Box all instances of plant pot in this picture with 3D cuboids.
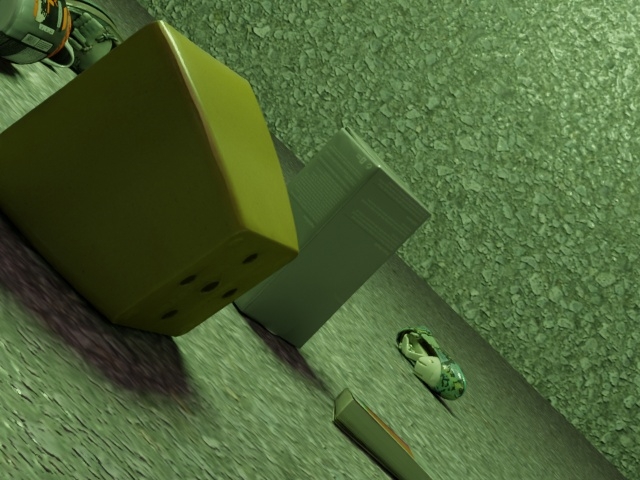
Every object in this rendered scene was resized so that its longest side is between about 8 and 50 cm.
[{"bbox_3d":[-0.140,-0.033,1.211,0.187,0.212,0.212,59,11,17],"label":"plant pot"}]

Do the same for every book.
[{"bbox_3d":[0.076,0.228,1.530,0.144,0.035,0.096,43,3,-3],"label":"book"}]

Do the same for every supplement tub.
[{"bbox_3d":[-0.375,-0.275,1.630,0.117,0.117,0.190,44,7,8],"label":"supplement tub"}]

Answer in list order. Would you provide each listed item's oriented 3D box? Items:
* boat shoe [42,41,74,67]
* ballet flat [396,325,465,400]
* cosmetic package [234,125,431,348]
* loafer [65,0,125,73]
[{"bbox_3d":[-0.399,-0.289,1.854,0.063,0.066,0.184,47,-2,33],"label":"boat shoe"},{"bbox_3d":[0.171,0.198,2.210,0.070,0.070,0.188,40,6,-30],"label":"ballet flat"},{"bbox_3d":[0.000,0.000,1.625,0.127,0.238,0.107,41,9,-45],"label":"cosmetic package"},{"bbox_3d":[-0.331,-0.282,2.066,0.084,0.096,0.267,55,10,32],"label":"loafer"}]
